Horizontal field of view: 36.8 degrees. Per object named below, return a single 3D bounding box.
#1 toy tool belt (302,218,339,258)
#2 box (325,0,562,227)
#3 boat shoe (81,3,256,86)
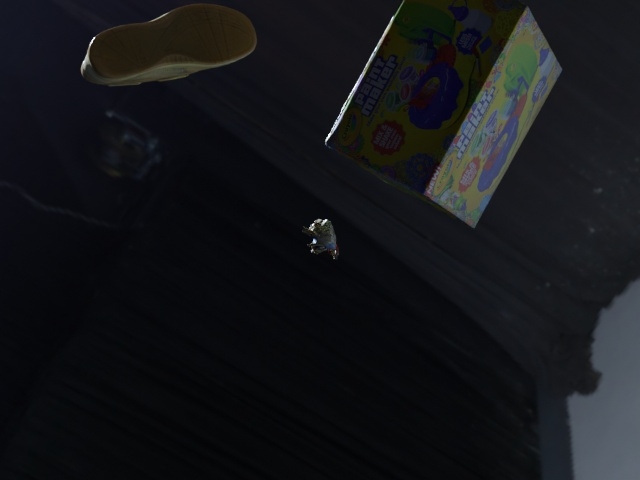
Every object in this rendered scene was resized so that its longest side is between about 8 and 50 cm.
[{"bbox_3d":[0.000,0.000,1.660,0.083,0.051,0.052,71,-166,-52],"label":"toy tool belt"},{"bbox_3d":[0.192,-0.203,1.434,0.290,0.177,0.279,-62,-25,4],"label":"box"},{"bbox_3d":[-0.286,-0.366,1.821,0.341,0.122,0.110,-15,-2,-28],"label":"boat shoe"}]
